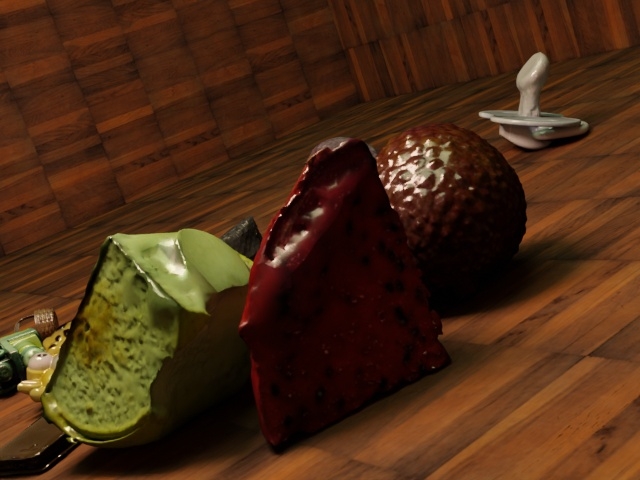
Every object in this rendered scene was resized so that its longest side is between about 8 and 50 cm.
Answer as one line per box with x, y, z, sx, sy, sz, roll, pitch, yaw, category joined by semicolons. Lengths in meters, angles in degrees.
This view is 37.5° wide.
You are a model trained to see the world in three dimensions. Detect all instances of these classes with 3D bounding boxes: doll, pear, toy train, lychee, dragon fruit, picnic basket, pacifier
-0.411;0.193;1.526;0.117;0.086;0.291;-2;12;-3;doll
-0.169;0.130;1.195;0.176;0.286;0.282;35;19;27;pear
-0.544;0.209;1.666;0.132;0.083;0.200;-21;13;-24;toy train
0.161;-0.036;1.314;0.261;0.260;0.260;-18;13;4;lychee
0.041;0.041;1.119;0.240;0.330;0.302;4;13;4;dragon fruit
-0.564;0.172;1.869;0.083;0.072;0.072;-12;11;-9;picnic basket
0.478;-0.313;2.092;0.228;0.207;0.279;-2;13;-3;pacifier

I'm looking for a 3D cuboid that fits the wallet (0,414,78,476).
-0.358;0.258;1.295;0.110;0.031;0.198;-11;16;30;wallet

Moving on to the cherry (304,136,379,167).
0.060;-0.131;2.008;0.195;0.195;0.195;-18;13;4;cherry

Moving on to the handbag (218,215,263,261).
-0.224;0.040;1.935;0.175;0.088;0.270;-20;10;35;handbag
